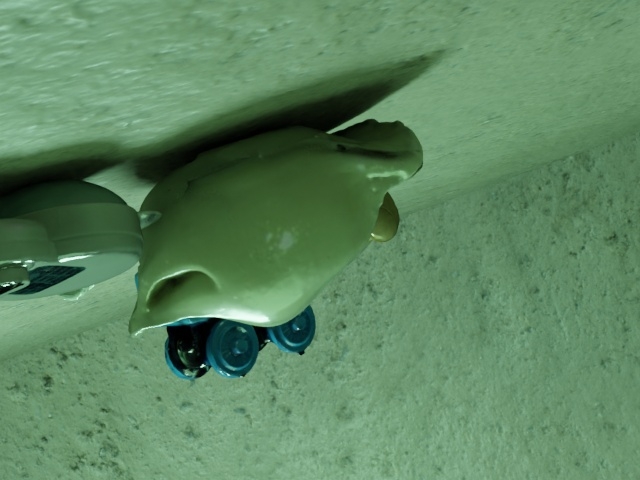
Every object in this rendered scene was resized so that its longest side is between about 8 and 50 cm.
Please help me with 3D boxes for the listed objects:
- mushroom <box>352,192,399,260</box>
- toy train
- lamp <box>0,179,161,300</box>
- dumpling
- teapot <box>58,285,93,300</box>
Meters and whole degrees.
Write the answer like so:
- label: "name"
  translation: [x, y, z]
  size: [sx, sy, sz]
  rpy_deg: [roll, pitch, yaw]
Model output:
- label: "mushroom"
  translation: [-0.003, 0.008, 2.222]
  size: [0.138, 0.154, 0.407]
  rpy_deg: [33, 142, -27]
- label: "toy train"
  translation: [-0.166, 0.103, 1.887]
  size: [0.300, 0.264, 0.188]
  rpy_deg: [-18, -175, -40]
- label: "lamp"
  translation: [-0.287, -0.001, 1.059]
  size: [0.180, 0.107, 0.246]
  rpy_deg: [-27, 171, 30]
- label: "dumpling"
  translation: [-0.071, -0.044, 1.257]
  size: [0.395, 0.233, 0.315]
  rpy_deg: [-33, -154, 6]
- label: "teapot"
  translation: [-0.388, 0.054, 1.694]
  size: [0.083, 0.064, 0.064]
  rpy_deg: [-53, 175, 14]
